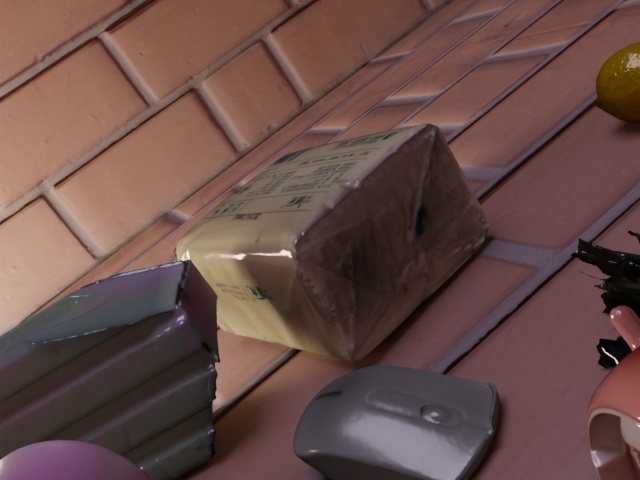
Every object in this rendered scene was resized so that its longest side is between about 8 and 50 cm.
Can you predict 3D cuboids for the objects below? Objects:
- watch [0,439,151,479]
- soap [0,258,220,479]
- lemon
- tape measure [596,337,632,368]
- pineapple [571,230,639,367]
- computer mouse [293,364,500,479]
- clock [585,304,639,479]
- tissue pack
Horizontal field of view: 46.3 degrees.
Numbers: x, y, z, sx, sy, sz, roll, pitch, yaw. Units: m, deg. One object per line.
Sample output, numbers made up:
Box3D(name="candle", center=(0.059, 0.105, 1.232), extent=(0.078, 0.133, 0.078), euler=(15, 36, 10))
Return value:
Box3D(name="watch", center=(-0.221, 0.301, 0.694), extent=(0.249, 0.217, 0.211), euler=(-30, 20, 14))
Box3D(name="soap", center=(-0.314, 0.220, 0.978), extent=(0.446, 0.261, 0.156), euler=(-31, 16, 11))
Box3D(name="lemon", center=(0.439, -0.216, 1.021), extent=(0.133, 0.109, 0.109), euler=(-24, 21, 42))
Box3D(name="tape measure", center=(0.374, 0.061, 0.453), extent=(0.215, 0.097, 0.351), euler=(-43, 29, -21))
Box3D(name="pineapple", center=(0.369, 0.001, 0.592), extent=(0.365, 0.165, 0.165), euler=(-34, 17, 29))
Box3D(name="computer mouse", center=(0.065, 0.180, 0.742), extent=(0.231, 0.079, 0.128), euler=(-13, 30, 40))
Box3D(name="clock", center=(0.232, 0.129, 0.338), extent=(0.142, 0.241, 0.227), euler=(-32, 18, -3))
Box3D(name="tissue pack", center=(0.000, 0.000, 1.071), extent=(0.297, 0.207, 0.380), euler=(-41, 20, -24))
